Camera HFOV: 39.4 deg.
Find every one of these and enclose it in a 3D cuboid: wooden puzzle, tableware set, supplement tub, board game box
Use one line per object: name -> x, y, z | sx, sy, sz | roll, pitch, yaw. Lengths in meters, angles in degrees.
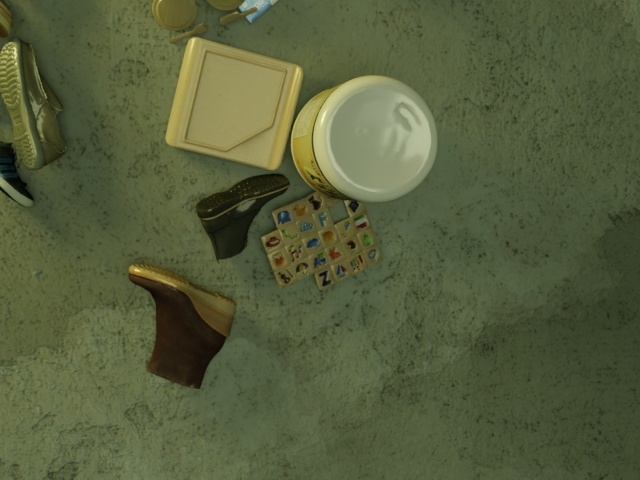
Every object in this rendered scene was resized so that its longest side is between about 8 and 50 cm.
wooden puzzle -> -0.173, -0.272, 1.796 | 0.239, 0.044, 0.220 | 14, 98, -8
tableware set -> -0.233, -0.473, 1.728 | 0.194, 0.039, 0.128 | -19, 129, 9
supplement tub -> 0.070, -0.187, 1.703 | 0.228, 0.316, 0.228 | -1, 94, -13
board game box -> -0.134, -0.493, 1.768 | 0.090, 0.020, 0.090 | -41, 106, 0

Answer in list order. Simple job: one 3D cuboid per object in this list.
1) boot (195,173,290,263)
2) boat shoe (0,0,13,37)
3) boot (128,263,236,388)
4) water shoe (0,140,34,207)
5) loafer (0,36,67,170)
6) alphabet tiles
boot -> -0.148, -0.047, 1.838 | 0.198, 0.077, 0.137 | -21, 121, -12
boat shoe -> -0.660, -0.492, 1.621 | 0.285, 0.104, 0.089 | 44, 65, -10
boot -> -0.312, 0.178, 1.827 | 0.248, 0.090, 0.206 | 26, 93, -18
water shoe -> -0.607, -0.149, 1.708 | 0.080, 0.073, 0.203 | -48, 124, -15
loafer -> -0.549, -0.263, 1.712 | 0.087, 0.094, 0.251 | -18, 104, -42
alphabet tiles -> 0.000, 0.000, 1.869 | 0.237, 0.009, 0.198 | -25, 105, -18
